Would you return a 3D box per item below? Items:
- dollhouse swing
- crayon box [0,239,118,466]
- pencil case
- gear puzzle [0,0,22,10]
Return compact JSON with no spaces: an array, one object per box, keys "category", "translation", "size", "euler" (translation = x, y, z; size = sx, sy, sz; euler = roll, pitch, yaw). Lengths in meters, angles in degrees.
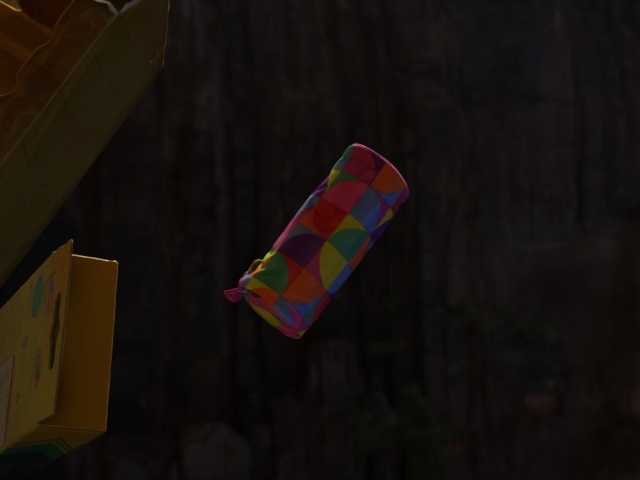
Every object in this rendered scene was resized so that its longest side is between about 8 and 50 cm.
[{"category":"dollhouse swing","translation":[-0.324,-0.097,0.857],"size":[0.347,0.305,0.315],"euler":[-55,180,-15]},{"category":"crayon box","translation":[-0.310,0.141,1.475],"size":[0.318,0.081,0.202],"euler":[-32,-128,59]},{"category":"pencil case","translation":[0.000,0.000,1.455],"size":[0.236,0.104,0.104],"euler":[-49,-178,-13]},{"category":"gear puzzle","translation":[-0.283,-0.268,1.209],"size":[0.339,0.044,0.175],"euler":[-25,-125,30]}]
